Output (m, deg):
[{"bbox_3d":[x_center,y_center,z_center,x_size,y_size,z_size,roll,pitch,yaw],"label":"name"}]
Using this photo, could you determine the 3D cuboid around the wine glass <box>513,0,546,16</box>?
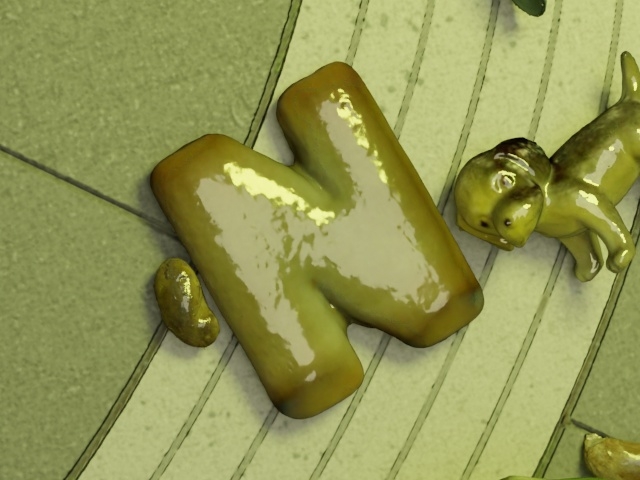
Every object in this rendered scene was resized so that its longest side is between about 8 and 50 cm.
[{"bbox_3d":[0.347,-0.270,1.703,0.309,0.096,0.264,-32,119,-11],"label":"wine glass"}]

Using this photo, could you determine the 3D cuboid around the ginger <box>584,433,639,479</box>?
[{"bbox_3d":[0.430,0.207,1.694,0.333,0.081,0.148,-10,107,-10],"label":"ginger"}]

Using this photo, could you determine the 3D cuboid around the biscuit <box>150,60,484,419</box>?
[{"bbox_3d":[0.000,0.000,1.618,0.237,0.062,0.291,-29,93,-9],"label":"biscuit"}]

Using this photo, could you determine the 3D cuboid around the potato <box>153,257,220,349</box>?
[{"bbox_3d":[-0.129,0.062,1.600,0.046,0.045,0.092,-30,100,-33],"label":"potato"}]

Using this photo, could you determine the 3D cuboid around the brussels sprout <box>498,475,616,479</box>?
[{"bbox_3d":[0.225,0.367,1.462,0.328,0.247,0.328,5,72,-16],"label":"brussels sprout"}]

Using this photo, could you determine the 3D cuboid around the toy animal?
[{"bbox_3d":[0.250,-0.051,1.636,0.233,0.121,0.169,-36,94,-6],"label":"toy animal"}]
